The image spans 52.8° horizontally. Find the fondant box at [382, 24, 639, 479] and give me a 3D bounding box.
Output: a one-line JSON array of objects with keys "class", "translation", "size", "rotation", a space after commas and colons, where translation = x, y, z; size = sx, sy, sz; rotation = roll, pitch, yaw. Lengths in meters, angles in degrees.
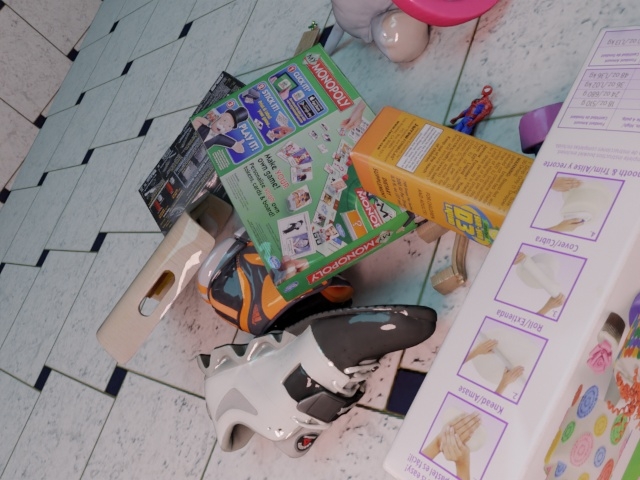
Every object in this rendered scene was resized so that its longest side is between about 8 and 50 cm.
[{"class": "fondant box", "translation": [0.215, 0.056, 0.450], "size": [0.096, 0.238, 0.330], "rotation": [18, 78, 52]}]

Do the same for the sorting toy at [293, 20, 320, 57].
[{"class": "sorting toy", "translation": [-0.020, -0.388, 1.235], "size": [0.062, 0.012, 0.083], "rotation": [11, 76, 57]}]

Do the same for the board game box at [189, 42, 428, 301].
[{"class": "board game box", "translation": [-0.020, -0.101, 0.822], "size": [0.213, 0.046, 0.317], "rotation": [-29, 55, -1]}]

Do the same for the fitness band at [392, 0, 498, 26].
[{"class": "fitness band", "translation": [0.188, -0.433, 0.869], "size": [0.291, 0.209, 0.054], "rotation": [-61, 14, -7]}]

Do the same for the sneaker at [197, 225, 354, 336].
[{"class": "sneaker", "translation": [0.000, 0.000, 0.857], "size": [0.180, 0.124, 0.321], "rotation": [32, 79, 35]}]

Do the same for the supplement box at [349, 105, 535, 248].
[{"class": "supplement box", "translation": [0.148, -0.057, 0.667], "size": [0.233, 0.078, 0.080], "rotation": [26, 71, 29]}]

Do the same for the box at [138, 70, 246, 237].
[{"class": "box", "translation": [-0.209, -0.157, 1.225], "size": [0.307, 0.076, 0.242], "rotation": [-53, 37, 5]}]

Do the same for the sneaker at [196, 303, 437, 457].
[{"class": "sneaker", "translation": [-0.001, 0.166, 0.739], "size": [0.330, 0.122, 0.146], "rotation": [-25, 65, 34]}]

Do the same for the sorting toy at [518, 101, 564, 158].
[{"class": "sorting toy", "translation": [0.352, -0.110, 0.562], "size": [0.365, 0.127, 0.126], "rotation": [-20, 79, 43]}]

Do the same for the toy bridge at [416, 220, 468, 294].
[{"class": "toy bridge", "translation": [0.145, -0.022, 0.766], "size": [0.063, 0.026, 0.188], "rotation": [-35, 42, 25]}]

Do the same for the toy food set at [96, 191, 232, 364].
[{"class": "toy food set", "translation": [-0.220, 0.049, 1.008], "size": [0.220, 0.092, 0.306], "rotation": [-53, 8, 7]}]

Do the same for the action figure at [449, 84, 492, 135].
[{"class": "action figure", "translation": [0.184, -0.146, 0.814], "size": [0.115, 0.030, 0.038], "rotation": [-56, 31, -2]}]

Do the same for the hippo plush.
[{"class": "hippo plush", "translation": [0.063, -0.433, 0.985], "size": [0.234, 0.236, 0.294], "rotation": [-57, 36, 0]}]
